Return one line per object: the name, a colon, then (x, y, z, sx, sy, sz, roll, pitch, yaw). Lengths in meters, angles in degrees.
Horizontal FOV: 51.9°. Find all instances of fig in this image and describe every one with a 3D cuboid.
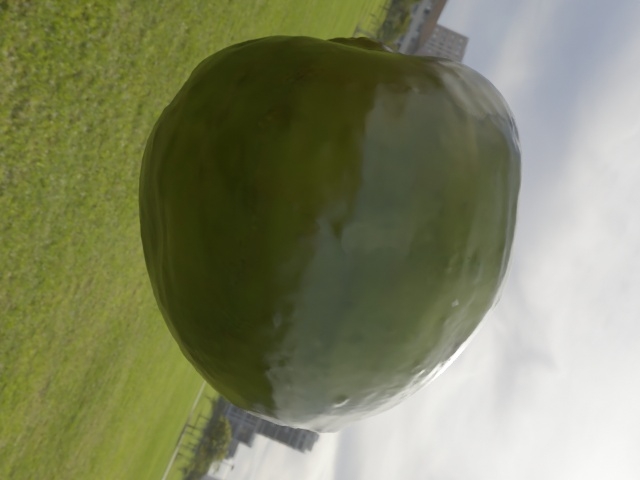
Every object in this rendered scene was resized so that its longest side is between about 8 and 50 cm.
fig: (0.005, -0.003, 0.571, 0.343, 0.343, 0.344, -156, -90, -88)
